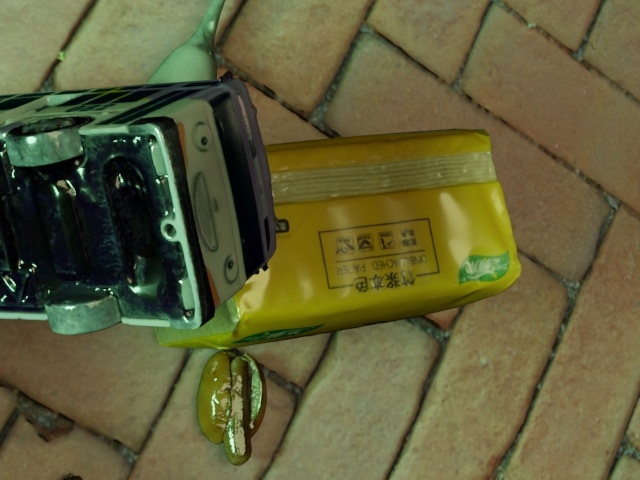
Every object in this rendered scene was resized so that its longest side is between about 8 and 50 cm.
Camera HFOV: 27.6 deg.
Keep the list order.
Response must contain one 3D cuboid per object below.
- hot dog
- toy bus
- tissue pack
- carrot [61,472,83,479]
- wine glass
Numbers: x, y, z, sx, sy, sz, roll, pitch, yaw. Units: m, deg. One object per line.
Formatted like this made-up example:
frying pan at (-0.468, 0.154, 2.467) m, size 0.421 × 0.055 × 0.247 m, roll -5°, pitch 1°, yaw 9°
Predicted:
hot dog at (-0.112, 0.210, 1.643) m, size 0.089 × 0.060 × 0.140 m, roll 14°, pitch 82°, yaw -19°
toy bus at (-0.262, -0.041, 1.329) m, size 0.249 × 0.439 × 0.209 m, roll -35°, pitch 120°, yaw -55°
tissue pack at (0.000, 0.000, 1.590) m, size 0.381 × 0.293 × 0.228 m, roll -6°, pitch 86°, yaw -27°
carrot at (-0.294, 0.361, 1.553) m, size 0.035 × 0.035 × 0.165 m, roll -1°, pitch 87°, yaw -26°
wine glass at (-0.223, -0.277, 1.621) m, size 0.264 × 0.096 × 0.310 m, roll 27°, pitch 74°, yaw -23°
